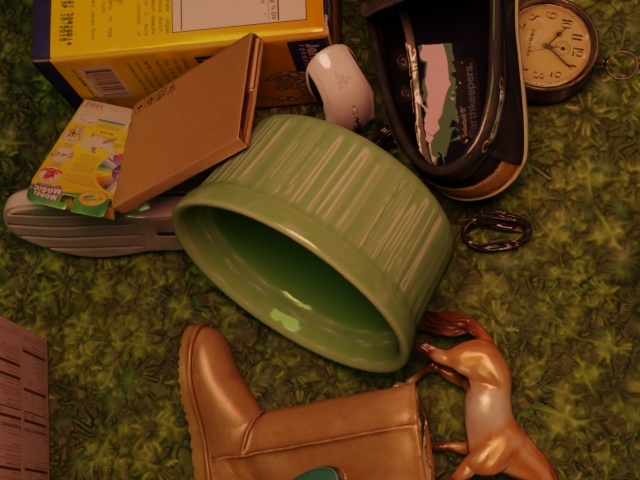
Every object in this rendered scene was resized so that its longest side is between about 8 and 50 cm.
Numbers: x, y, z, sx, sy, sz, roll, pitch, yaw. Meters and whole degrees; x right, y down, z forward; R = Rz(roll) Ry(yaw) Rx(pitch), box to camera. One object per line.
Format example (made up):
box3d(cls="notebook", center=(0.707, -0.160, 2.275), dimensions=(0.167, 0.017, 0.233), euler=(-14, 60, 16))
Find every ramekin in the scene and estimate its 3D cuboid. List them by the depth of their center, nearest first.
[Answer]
box3d(cls="ramekin", center=(0.000, 0.000, 1.141), dimensions=(0.303, 0.303, 0.148), euler=(29, 68, 14))

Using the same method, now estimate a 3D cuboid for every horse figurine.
box3d(cls="horse figurine", center=(0.167, 0.193, 1.183), dimensions=(0.174, 0.066, 0.263), euler=(-12, 76, 11))

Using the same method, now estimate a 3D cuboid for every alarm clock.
box3d(cls="alarm clock", center=(0.299, -0.232, 1.285), dimensions=(0.192, 0.064, 0.129), euler=(13, 76, 14))

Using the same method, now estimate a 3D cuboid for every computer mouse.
box3d(cls="computer mouse", center=(0.036, -0.152, 1.234), dimensions=(0.106, 0.193, 0.042), euler=(-33, 50, -3))
box3d(cls="computer mouse", center=(0.141, -0.039, 1.268), dimensions=(0.242, 0.041, 0.071), euler=(18, 101, 4))

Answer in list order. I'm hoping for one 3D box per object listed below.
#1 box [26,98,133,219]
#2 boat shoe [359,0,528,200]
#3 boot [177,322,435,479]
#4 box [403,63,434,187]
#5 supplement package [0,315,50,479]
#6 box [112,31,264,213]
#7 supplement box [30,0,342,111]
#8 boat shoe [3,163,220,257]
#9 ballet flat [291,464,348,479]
box3d(cls="box", center=(-0.271, -0.092, 1.240), dimensions=(0.105, 0.043, 0.179), euler=(13, 47, 9))
box3d(cls="boat shoe", center=(0.131, -0.294, 1.177), dimensions=(0.187, 0.156, 0.500), euler=(-10, 87, 27))
box3d(cls="boot", center=(-0.016, 0.194, 1.174), dimensions=(0.269, 0.089, 0.236), euler=(-10, 86, 17))
box3d(cls="box", center=(0.157, -0.161, 1.280), dimensions=(0.116, 0.029, 0.162), euler=(-27, 71, 25))
box3d(cls="supplement package", center=(-0.438, 0.235, 1.177), dimensions=(0.199, 0.198, 0.263), euler=(-7, 73, 4))
box3d(cls="box", center=(-0.151, -0.131, 1.158), dimensions=(0.201, 0.021, 0.164), euler=(-24, 46, 33))
box3d(cls="supplement box", center=(-0.156, -0.285, 1.290), dimensions=(0.356, 0.195, 0.194), euler=(-4, 74, 7))
box3d(cls="boat shoe", center=(-0.242, -0.043, 1.294), dimensions=(0.302, 0.109, 0.094), euler=(2, 52, 3))
box3d(cls="ballet flat", center=(-0.031, 0.306, 1.113), dimensions=(0.206, 0.067, 0.073), euler=(-34, 33, 31))
